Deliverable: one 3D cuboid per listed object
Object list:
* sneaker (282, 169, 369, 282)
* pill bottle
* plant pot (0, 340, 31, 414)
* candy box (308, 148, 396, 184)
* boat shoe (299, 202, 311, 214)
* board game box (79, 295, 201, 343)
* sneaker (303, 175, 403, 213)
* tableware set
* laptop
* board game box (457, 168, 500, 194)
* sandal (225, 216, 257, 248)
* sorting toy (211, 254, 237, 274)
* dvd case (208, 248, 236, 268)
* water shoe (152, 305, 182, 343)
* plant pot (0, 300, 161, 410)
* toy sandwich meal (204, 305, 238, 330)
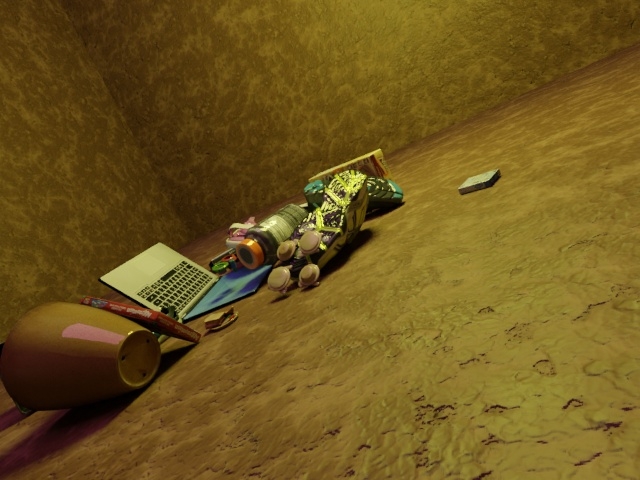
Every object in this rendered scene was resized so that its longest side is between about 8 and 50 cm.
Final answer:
[{"bbox_3d":[0.040,-0.024,1.201,0.145,0.147,0.385,13,53,35],"label":"sneaker"},{"bbox_3d":[-0.142,-0.008,1.341,0.130,0.130,0.245,-14,17,46],"label":"pill bottle"},{"bbox_3d":[-0.745,0.331,1.206,0.188,0.187,0.167,-31,0,-25],"label":"plant pot"},{"bbox_3d":[0.119,-0.197,1.630,0.316,0.183,0.087,-14,16,46],"label":"candy box"},{"bbox_3d":[-0.107,-0.113,1.968,0.258,0.095,0.084,-27,7,-2],"label":"boat shoe"},{"bbox_3d":[-0.431,0.187,1.049,0.281,0.145,0.027,4,63,32],"label":"board game box"},{"bbox_3d":[0.116,-0.134,1.500,0.340,0.140,0.125,3,38,22],"label":"sneaker"},{"bbox_3d":[-0.060,0.052,1.074,0.141,0.020,0.169,-9,58,29],"label":"tableware set"},{"bbox_3d":[-0.387,0.078,1.412,0.236,0.408,0.382,-58,3,16],"label":"laptop"},{"bbox_3d":[0.432,-0.160,1.196,0.090,0.020,0.090,-14,17,44],"label":"board game box"},{"bbox_3d":[-0.269,-0.035,1.622,0.169,0.102,0.416,-7,7,-13],"label":"sandal"},{"bbox_3d":[-0.280,0.081,1.330,0.061,0.042,0.102,-8,23,24],"label":"sorting toy"},{"bbox_3d":[-0.366,0.047,1.897,0.238,0.030,0.179,-30,0,-20],"label":"dvd case"},{"bbox_3d":[-0.460,0.247,1.168,0.073,0.080,0.203,-19,13,31],"label":"water shoe"},{"bbox_3d":[-0.479,0.245,0.936,0.254,0.237,0.237,-5,19,24],"label":"plant pot"},{"bbox_3d":[-0.242,0.190,1.078,0.085,0.029,0.085,-25,12,5],"label":"toy sandwich meal"}]
